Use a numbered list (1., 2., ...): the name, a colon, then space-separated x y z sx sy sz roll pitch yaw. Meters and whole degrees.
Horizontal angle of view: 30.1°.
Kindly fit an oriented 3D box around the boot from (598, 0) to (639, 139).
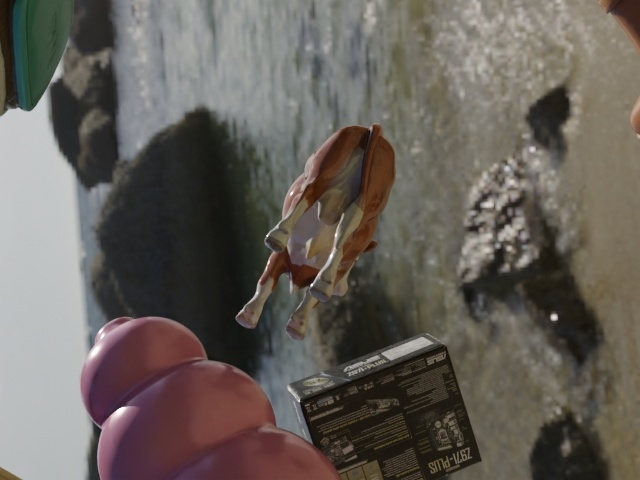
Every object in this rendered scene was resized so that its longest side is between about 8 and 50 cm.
1. boot: 0.363 -0.257 1.357 0.109 0.220 0.283 -61 -3 -40

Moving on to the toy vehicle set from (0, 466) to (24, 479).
1. toy vehicle set: -0.437 0.297 1.309 0.267 0.035 0.166 43 -137 -36

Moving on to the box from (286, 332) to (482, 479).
1. box: 0.072 0.207 1.351 0.077 0.180 0.147 -156 46 -76

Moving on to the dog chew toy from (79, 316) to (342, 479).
1. dog chew toy: -0.116 0.211 1.136 0.332 0.206 0.206 52 155 22

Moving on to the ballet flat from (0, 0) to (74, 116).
1. ballet flat: -0.191 -0.194 0.647 0.400 0.139 0.139 130 135 -62

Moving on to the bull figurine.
1. bull figurine: 0.000 0.000 1.246 0.188 0.101 0.310 -61 -7 -30
